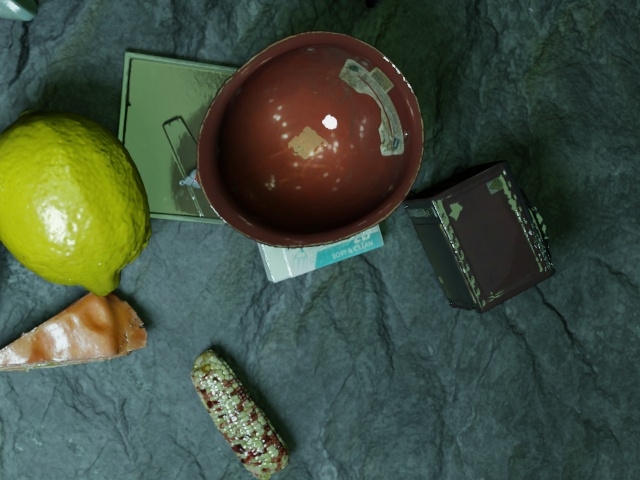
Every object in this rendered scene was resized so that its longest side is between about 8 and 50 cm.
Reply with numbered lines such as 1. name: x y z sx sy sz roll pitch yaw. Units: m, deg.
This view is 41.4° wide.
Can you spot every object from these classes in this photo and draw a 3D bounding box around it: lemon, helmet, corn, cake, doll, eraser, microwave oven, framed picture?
1. lemon: -0.402 -0.061 1.353 0.245 0.245 0.320 -26 98 -15
2. helmet: -0.028 -0.161 1.468 0.385 0.230 0.337 -35 98 -5
3. corn: -0.147 0.310 1.502 0.086 0.086 0.253 -35 98 -14
4. cake: -0.443 0.160 1.416 0.287 0.098 0.135 -14 95 -20
5. doll: -0.198 -0.115 1.499 0.114 0.039 0.057 -14 123 -26
6. eraser: 0.000 0.000 1.565 0.225 0.052 0.095 -19 96 -15
7. microwave oven: 0.297 -0.011 1.585 0.188 0.178 0.247 -28 97 -14
8. framed picture: -0.255 -0.179 1.511 0.211 0.020 0.289 5 88 -16

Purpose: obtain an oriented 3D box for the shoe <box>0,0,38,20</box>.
1. shoe: -0.569 -0.419 1.407 0.195 0.079 0.078 37 115 -20

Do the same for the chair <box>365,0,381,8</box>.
1. chair: -0.043 -0.586 1.475 0.401 0.226 0.226 19 84 -15
